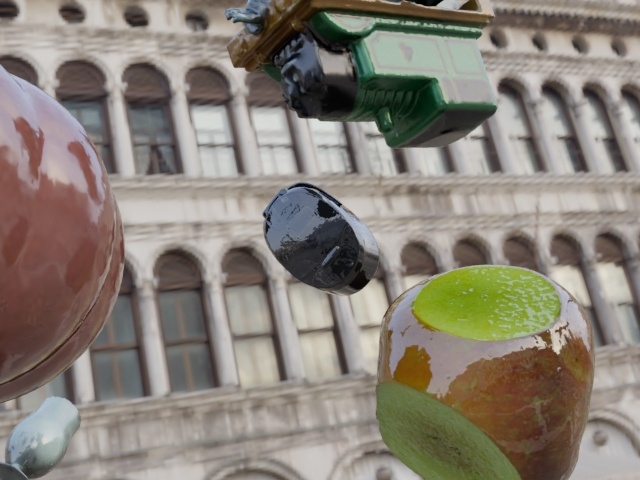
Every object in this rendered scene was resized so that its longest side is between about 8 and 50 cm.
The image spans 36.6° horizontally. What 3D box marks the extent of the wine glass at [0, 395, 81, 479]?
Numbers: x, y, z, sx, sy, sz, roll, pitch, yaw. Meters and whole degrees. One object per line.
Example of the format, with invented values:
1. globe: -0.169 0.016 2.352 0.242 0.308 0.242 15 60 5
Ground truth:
1. wine glass: -0.447 0.326 1.509 0.093 0.093 0.202 -18 17 15

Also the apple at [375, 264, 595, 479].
1. apple: 0.103 0.096 0.641 0.147 0.163 0.146 7 -56 17

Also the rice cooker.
1. rice cooker: 0.000 0.000 1.255 0.112 0.165 0.106 -50 -36 10

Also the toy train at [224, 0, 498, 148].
1. toy train: 0.039 -0.131 0.676 0.227 0.136 0.091 -8 -17 -40

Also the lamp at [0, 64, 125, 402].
1. lamp: -0.264 0.009 0.543 0.305 0.240 0.305 7 -17 2
